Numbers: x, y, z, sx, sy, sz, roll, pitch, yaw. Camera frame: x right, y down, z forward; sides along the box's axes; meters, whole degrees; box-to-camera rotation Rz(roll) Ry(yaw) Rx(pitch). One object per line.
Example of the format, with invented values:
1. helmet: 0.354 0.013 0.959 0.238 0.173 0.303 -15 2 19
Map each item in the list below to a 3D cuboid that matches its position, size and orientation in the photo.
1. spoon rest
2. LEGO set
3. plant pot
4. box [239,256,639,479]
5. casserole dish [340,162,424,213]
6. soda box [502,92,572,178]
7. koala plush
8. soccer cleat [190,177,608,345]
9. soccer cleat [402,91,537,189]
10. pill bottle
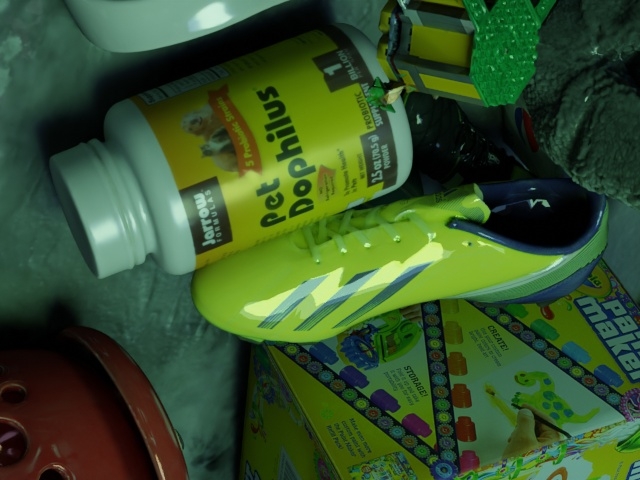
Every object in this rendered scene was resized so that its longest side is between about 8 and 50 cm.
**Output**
1. spoon rest: -0.021 -0.191 1.072 0.276 0.084 0.137 -30 133 -5
2. LEGO set: 0.051 -0.247 0.977 0.255 0.192 0.331 44 69 -49
3. plant pot: -0.194 0.158 1.191 0.174 0.191 0.191 -24 135 -25
4. box: 0.098 0.183 1.360 0.279 0.177 0.290 -14 139 -21
5. casserole dish: 0.000 0.000 1.277 0.188 0.037 0.114 -46 134 11
6. soda box: 0.274 -0.132 1.292 0.286 0.091 0.098 -23 134 -13
7. koala plush: 0.257 -0.094 1.158 0.221 0.203 0.196 11 96 -49
8. soccer cleat: 0.056 0.000 1.192 0.289 0.093 0.121 -6 148 -16
9. soccer cleat: 0.110 -0.054 1.266 0.179 0.072 0.060 52 53 -49
10. pill bottle: -0.058 -0.052 1.141 0.215 0.117 0.117 -22 134 -14
